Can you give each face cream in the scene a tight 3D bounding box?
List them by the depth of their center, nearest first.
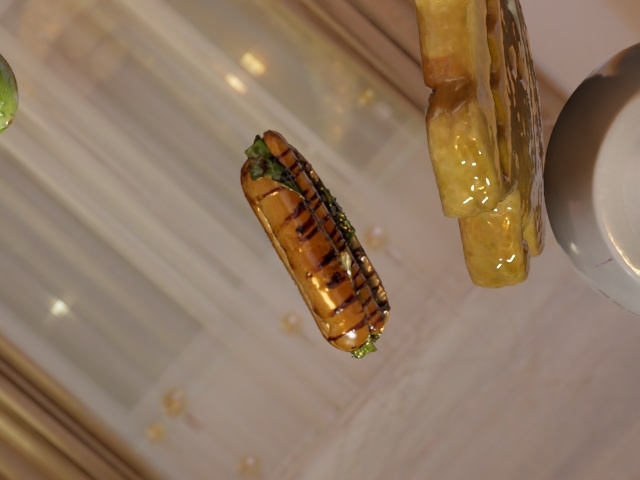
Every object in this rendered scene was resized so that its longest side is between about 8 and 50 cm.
[{"bbox_3d":[0.146,-0.023,0.682,0.117,0.117,0.104,-48,180,5],"label":"face cream"}]

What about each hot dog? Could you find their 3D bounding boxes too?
[{"bbox_3d":[0.000,0.000,0.872,0.037,0.122,0.049,-26,-175,35],"label":"hot dog"}]

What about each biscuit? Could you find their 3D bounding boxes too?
[{"bbox_3d":[0.079,-0.066,0.799,0.035,0.184,0.249,-7,170,11],"label":"biscuit"}]

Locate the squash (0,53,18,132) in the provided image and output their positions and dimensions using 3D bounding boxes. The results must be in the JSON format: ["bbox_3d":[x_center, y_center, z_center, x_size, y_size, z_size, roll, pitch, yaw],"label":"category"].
[{"bbox_3d":[-0.277,-0.134,1.168,0.066,0.201,0.066,-44,159,-22],"label":"squash"}]
